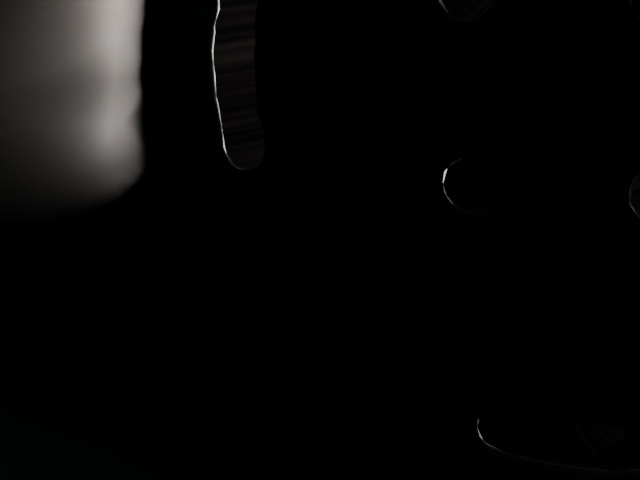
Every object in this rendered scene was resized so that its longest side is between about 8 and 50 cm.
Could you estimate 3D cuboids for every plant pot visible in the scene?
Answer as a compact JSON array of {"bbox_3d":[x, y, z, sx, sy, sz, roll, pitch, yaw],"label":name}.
[{"bbox_3d":[0.000,0.000,0.333,0.341,0.341,0.334,-39,176,27],"label":"plant pot"}]
